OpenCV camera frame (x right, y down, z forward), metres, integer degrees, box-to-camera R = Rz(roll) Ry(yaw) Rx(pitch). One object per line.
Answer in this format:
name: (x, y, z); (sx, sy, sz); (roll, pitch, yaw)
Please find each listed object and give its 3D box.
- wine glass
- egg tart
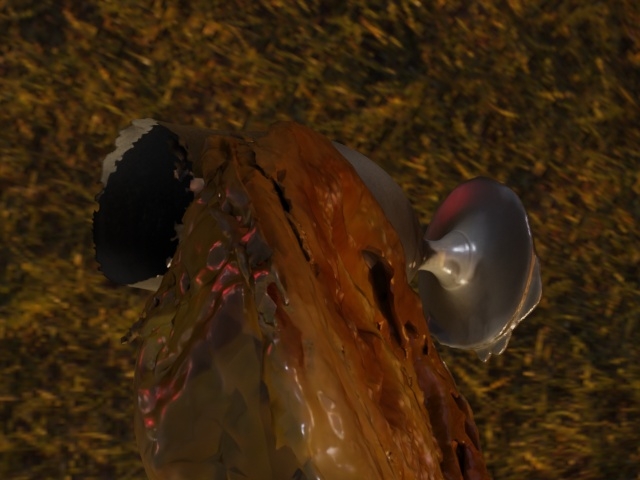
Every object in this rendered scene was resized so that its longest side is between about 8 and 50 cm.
wine glass: (0.000, 0.000, 0.747); (0.103, 0.222, 0.103); (-20, 65, 53)
egg tart: (-0.003, 0.099, 0.539); (0.132, 0.297, 0.297); (-22, 75, 4)
